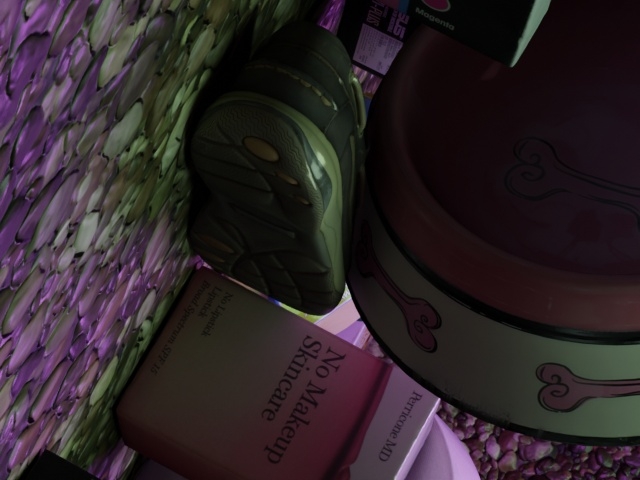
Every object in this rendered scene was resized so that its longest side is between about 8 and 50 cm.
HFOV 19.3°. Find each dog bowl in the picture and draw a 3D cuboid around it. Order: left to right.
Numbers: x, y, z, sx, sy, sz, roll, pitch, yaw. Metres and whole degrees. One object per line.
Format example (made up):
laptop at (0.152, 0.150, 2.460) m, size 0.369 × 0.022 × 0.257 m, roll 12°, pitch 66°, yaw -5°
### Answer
dog bowl at (0.214, -0.051, 1.456) m, size 0.150 × 0.408 × 0.408 m, roll 87°, pitch 28°, yaw -51°

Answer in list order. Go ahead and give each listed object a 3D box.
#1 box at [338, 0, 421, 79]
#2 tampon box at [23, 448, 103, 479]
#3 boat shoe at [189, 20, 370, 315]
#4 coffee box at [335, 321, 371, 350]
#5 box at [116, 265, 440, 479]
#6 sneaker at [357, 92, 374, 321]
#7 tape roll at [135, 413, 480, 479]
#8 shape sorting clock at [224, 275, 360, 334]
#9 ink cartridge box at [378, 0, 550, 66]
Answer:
box at (0.090, -0.246, 1.647) m, size 0.147 × 0.077 × 0.180 m, roll -59°, pitch 173°, yaw -32°
tampon box at (-0.197, 0.255, 1.315) m, size 0.161 × 0.101 × 0.120 m, roll -56°, pitch 170°, yaw -41°
boat shoe at (-0.014, -0.047, 1.411) m, size 0.130 × 0.132 × 0.355 m, roll -60°, pitch 174°, yaw -19°
coffee box at (0.017, 0.102, 2.405) m, size 0.141 × 0.098 × 0.246 m, roll -60°, pitch 173°, yaw -21°
box at (-0.035, 0.149, 1.577) m, size 0.148 × 0.232 × 0.127 m, roll -61°, pitch 172°, yaw -18°
sneaker at (0.056, -0.042, 2.013) m, size 0.208 × 0.127 × 0.319 m, roll -59°, pitch 174°, yaw -17°
tape roll at (-0.035, 0.289, 1.694) m, size 0.072 × 0.392 × 0.392 m, roll 48°, pitch 62°, yaw -40°
shape sorting clock at (0.000, 0.000, 1.698) m, size 0.206 × 0.040 × 0.206 m, roll -16°, pitch 119°, yaw -31°
ink cartridge box at (0.081, -0.244, 1.141) m, size 0.069 × 0.176 × 0.371 m, roll -59°, pitch 173°, yaw -22°
